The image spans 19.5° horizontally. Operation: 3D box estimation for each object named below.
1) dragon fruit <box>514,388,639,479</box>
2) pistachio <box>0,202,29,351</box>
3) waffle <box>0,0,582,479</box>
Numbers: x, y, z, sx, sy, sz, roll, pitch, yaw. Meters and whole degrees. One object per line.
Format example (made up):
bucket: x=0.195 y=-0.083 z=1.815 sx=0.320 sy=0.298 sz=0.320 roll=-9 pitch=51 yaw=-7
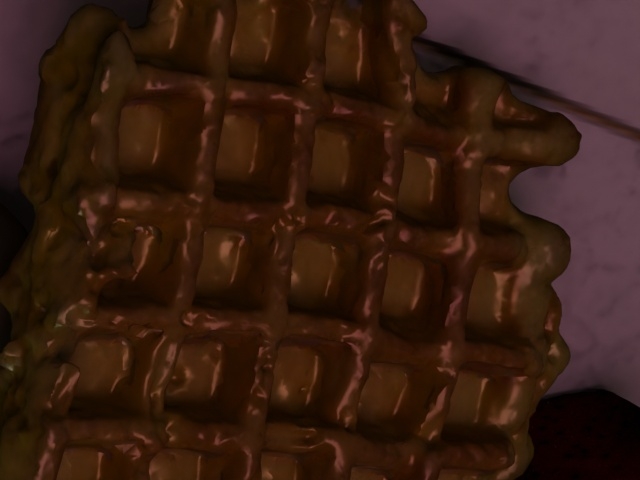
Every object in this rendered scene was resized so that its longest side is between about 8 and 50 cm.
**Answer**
dragon fruit: x=0.080 y=0.128 z=0.770 sx=0.147 sy=0.102 sz=0.096 roll=-13 pitch=125 yaw=-12
pistachio: x=-0.185 y=0.013 z=0.632 sx=0.185 sy=0.126 sz=0.108 roll=14 pitch=159 yaw=-25
waffle: x=0.000 y=0.000 z=0.658 sx=0.229 sy=0.057 sz=0.219 roll=6 pitch=93 yaw=-31
